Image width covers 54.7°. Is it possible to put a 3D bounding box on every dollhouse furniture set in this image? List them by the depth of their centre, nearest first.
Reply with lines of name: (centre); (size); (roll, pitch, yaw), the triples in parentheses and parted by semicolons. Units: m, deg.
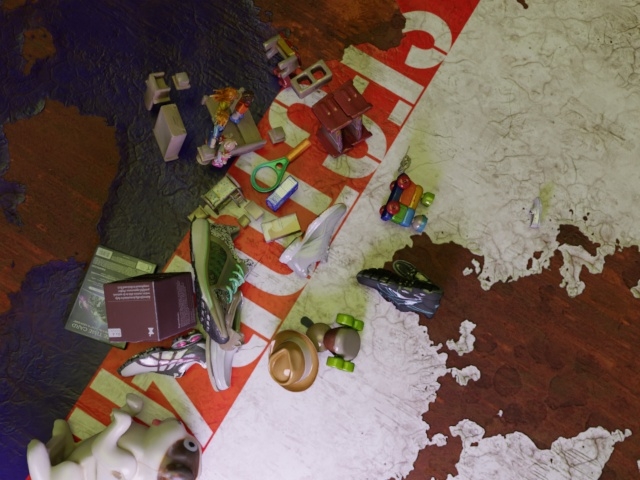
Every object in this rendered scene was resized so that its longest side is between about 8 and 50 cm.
dollhouse furniture set: (-0.292, -0.082, 1.892); (0.182, 0.101, 0.161); (-44, 84, -7)
dollhouse furniture set: (-0.004, -0.464, 1.917); (0.152, 0.201, 0.374); (-34, 76, -6)
dollhouse furniture set: (-0.340, -0.388, 1.967); (0.355, 0.174, 0.303); (-19, 82, -28)

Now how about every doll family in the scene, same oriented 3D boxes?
doll family: (-0.282, -0.347, 1.786); (0.118, 0.163, 0.263); (23, 66, -15)

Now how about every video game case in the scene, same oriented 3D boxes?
video game case: (-0.636, 0.171, 1.885); (0.196, 0.026, 0.274); (19, 82, 2)

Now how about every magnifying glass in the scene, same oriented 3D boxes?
magnifying glass: (-0.123, -0.241, 1.959); (0.231, 0.026, 0.092); (-41, 83, -7)

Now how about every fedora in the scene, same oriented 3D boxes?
fedora: (-0.095, 0.356, 1.796); (0.194, 0.079, 0.194); (5, 100, 30)

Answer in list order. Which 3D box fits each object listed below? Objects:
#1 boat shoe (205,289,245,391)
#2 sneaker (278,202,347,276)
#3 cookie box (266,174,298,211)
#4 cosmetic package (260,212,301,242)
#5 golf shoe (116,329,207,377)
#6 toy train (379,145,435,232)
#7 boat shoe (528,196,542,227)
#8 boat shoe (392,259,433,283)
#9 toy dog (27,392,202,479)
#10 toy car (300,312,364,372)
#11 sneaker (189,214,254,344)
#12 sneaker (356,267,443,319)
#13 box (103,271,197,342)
boat shoe: (-0.276, 0.289, 1.826); (0.103, 0.113, 0.303); (-5, 80, 4)
sneaker: (0.000, 0.000, 1.896); (0.121, 0.099, 0.262); (44, 90, -2)
cookie box: (-0.118, -0.145, 1.910); (0.040, 0.092, 0.107); (44, 82, 3)
cosmetic package: (-0.123, -0.039, 1.917); (0.115, 0.041, 0.060); (-20, 81, -4)
golf shoe: (-0.460, 0.360, 1.820); (0.272, 0.105, 0.120); (-20, 89, -3)
toy train: (0.293, -0.156, 1.918); (0.143, 0.105, 0.248); (25, 81, -7)
boat shoe: (0.672, -0.089, 1.942); (0.035, 0.035, 0.100); (6, 87, -3)
boat shoe: (0.287, 0.103, 1.900); (0.142, 0.040, 0.049); (32, 82, 4)
toy dog: (-0.528, 0.624, 1.688); (0.407, 0.284, 0.396); (-13, 82, -5)
toy car: (0.014, 0.293, 1.844); (0.188, 0.149, 0.155); (7, 75, 29)
sneaker: (-0.274, 0.097, 1.790); (0.182, 0.158, 0.410); (-5, 60, -15)
sneaker: (0.230, 0.160, 1.861); (0.267, 0.101, 0.106); (16, 113, 17)
box: (-0.479, 0.185, 1.761); (0.168, 0.203, 0.167); (-4, 93, 19)
